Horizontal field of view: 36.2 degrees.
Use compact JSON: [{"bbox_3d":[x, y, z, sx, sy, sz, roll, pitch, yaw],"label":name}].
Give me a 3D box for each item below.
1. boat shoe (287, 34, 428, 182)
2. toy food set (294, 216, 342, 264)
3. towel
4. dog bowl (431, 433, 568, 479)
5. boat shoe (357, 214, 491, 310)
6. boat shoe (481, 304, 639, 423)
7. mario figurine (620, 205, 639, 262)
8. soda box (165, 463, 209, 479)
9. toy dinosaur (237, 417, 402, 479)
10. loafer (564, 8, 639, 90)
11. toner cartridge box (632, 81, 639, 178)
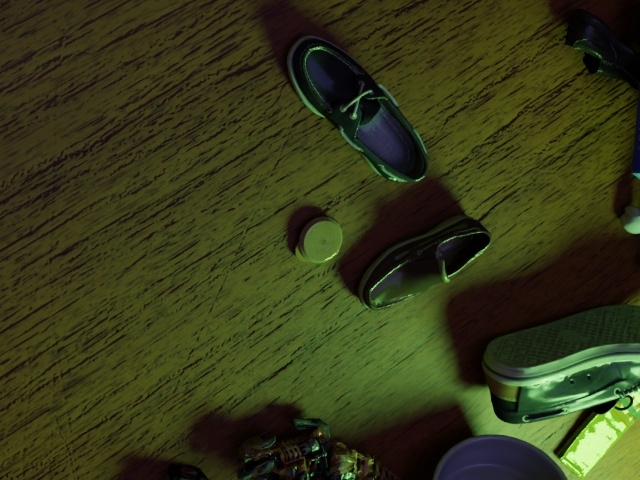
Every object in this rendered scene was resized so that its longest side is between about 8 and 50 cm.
[{"bbox_3d":[0.069,-0.207,1.556,0.302,0.091,0.114,40,85,-31],"label":"boat shoe"},{"bbox_3d":[0.000,0.000,1.626,0.082,0.020,0.083,10,100,-29],"label":"toy food set"},{"bbox_3d":[0.598,0.387,2.038,0.237,0.021,0.102,-48,115,-1],"label":"towel"},{"bbox_3d":[0.328,0.496,1.801,0.264,0.265,0.104,-19,141,-21],"label":"dog bowl"},{"bbox_3d":[0.183,0.039,1.688,0.257,0.095,0.095,-35,118,-13],"label":"boat shoe"},{"bbox_3d":[0.538,0.239,1.890,0.499,0.187,0.156,-10,115,-19],"label":"boat shoe"},{"bbox_3d":[0.697,-0.100,1.920,0.198,0.170,0.321,-43,140,-51],"label":"mario figurine"},{"bbox_3d":[-0.242,0.461,1.626,0.060,0.053,0.169,15,98,-29],"label":"soda box"},{"bbox_3d":[0.007,0.421,1.695,0.321,0.164,0.219,10,85,-8],"label":"toy dinosaur"},{"bbox_3d":[0.511,-0.329,1.761,0.220,0.080,0.078,32,101,-28],"label":"loafer"},{"bbox_3d":[0.634,-0.265,1.746,0.165,0.075,0.348,19,75,-48],"label":"toner cartridge box"}]
